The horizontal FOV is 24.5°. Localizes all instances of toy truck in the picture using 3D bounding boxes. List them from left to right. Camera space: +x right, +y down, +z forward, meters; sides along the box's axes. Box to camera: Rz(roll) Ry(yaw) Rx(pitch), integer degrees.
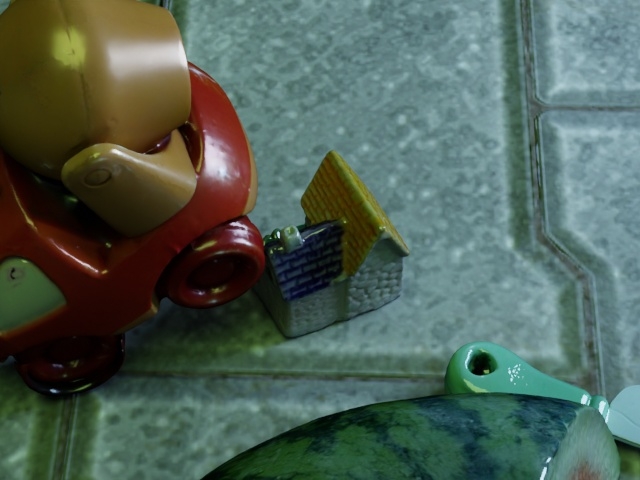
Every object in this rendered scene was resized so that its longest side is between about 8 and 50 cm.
[{"bbox_3d":[-0.173,-0.044,0.960,0.265,0.239,0.189,-32,57,13],"label":"toy truck"}]

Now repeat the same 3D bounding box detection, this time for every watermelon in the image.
[{"bbox_3d":[0.096,0.198,0.852,0.250,0.283,0.292,-37,88,-6],"label":"watermelon"}]

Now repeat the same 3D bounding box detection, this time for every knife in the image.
[{"bbox_3d":[0.211,0.123,0.998,0.260,0.034,0.063,17,46,4],"label":"knife"}]

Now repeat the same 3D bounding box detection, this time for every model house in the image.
[{"bbox_3d":[0.000,0.000,1.037,0.101,0.100,0.087,-22,58,-14],"label":"model house"}]
